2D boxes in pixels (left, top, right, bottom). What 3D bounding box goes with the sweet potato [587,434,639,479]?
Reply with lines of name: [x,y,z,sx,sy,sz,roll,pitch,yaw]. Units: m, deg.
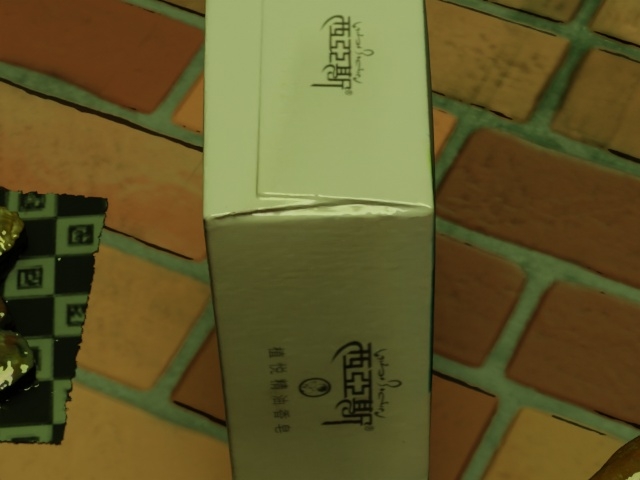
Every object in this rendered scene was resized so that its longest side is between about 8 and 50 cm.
sweet potato: [0.211,0.116,1.052,0.195,0.056,0.056,-33,57,-30]

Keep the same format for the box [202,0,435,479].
box: [0.003,0.000,1.003,0.116,0.274,0.203,-2,49,0]

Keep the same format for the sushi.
sushi: [-0.210,0.029,1.136,0.139,0.031,0.201,2,50,3]
